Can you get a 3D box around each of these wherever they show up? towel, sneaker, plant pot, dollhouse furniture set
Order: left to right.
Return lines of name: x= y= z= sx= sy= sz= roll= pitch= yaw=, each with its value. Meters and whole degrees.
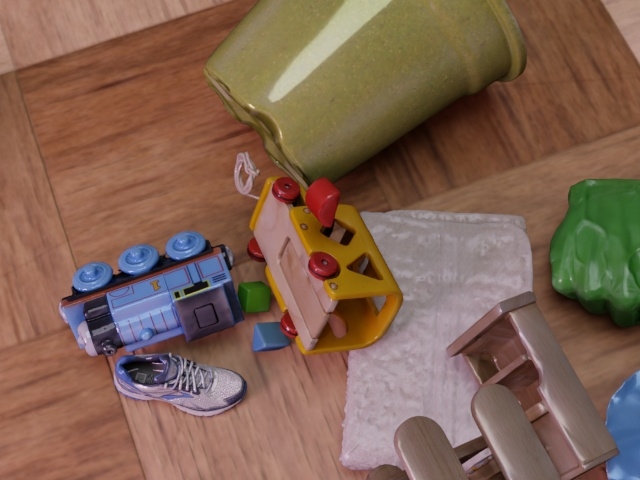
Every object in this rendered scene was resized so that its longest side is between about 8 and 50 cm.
sneaker: x=-0.141 y=0.138 z=1.170 sx=0.135 sy=0.058 sz=0.052 roll=4 pitch=64 yaw=4
plant pot: x=0.026 y=-0.194 z=1.236 sx=0.254 sy=0.276 sz=0.276 roll=-42 pitch=69 yaw=-5
towel: x=0.119 y=0.099 z=1.187 sx=0.187 sy=0.049 sz=0.282 roll=3 pitch=65 yaw=5
dollhouse furniture set: x=0.106 y=0.167 z=1.021 sx=0.242 sy=0.212 sz=0.161 roll=-17 pitch=71 yaw=-30

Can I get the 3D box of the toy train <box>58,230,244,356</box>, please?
toy train: x=-0.168 y=0.058 z=1.187 sx=0.184 sy=0.080 sz=0.105 roll=-19 pitch=41 yaw=-7

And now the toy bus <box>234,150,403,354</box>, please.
toy bus: x=0.002 y=0.012 z=1.162 sx=0.104 sy=0.191 sz=0.202 roll=-3 pitch=94 yaw=-29

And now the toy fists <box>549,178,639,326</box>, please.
toy fists: x=0.370 y=0.028 z=1.188 sx=0.279 sy=0.096 sz=0.142 roll=7 pitch=57 yaw=7

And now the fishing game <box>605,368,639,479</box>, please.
fishing game: x=0.345 y=0.184 z=1.049 sx=0.189 sy=0.041 sz=0.264 roll=21 pitch=64 yaw=11
